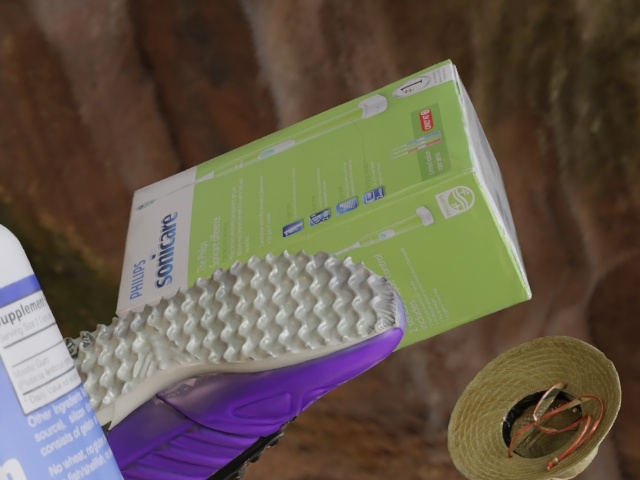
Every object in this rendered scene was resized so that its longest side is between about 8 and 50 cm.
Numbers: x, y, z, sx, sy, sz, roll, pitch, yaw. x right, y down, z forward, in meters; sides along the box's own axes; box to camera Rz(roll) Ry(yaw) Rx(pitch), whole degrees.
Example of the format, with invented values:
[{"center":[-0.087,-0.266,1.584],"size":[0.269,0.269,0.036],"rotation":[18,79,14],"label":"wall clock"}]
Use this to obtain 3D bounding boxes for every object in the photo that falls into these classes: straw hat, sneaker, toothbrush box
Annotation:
[{"center":[0.169,0.143,1.382],"size":[0.144,0.144,0.061],"rotation":[9,-32,48],"label":"straw hat"},{"center":[-0.071,0.112,1.283],"size":[0.293,0.102,0.146],"rotation":[-19,-51,8],"label":"sneaker"},{"center":[0.000,0.000,1.435],"size":[0.206,0.283,0.122],"rotation":[-94,161,-63],"label":"toothbrush box"}]

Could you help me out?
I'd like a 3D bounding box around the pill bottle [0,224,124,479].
[{"center":[-0.188,0.082,0.881],"size":[0.272,0.152,0.152],"rotation":[67,-20,-3],"label":"pill bottle"}]
